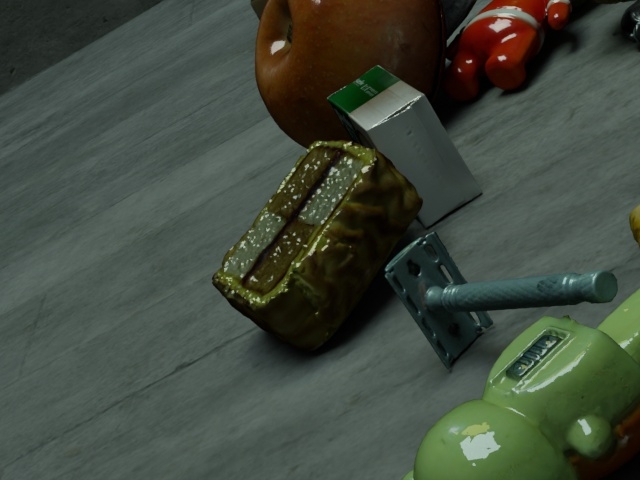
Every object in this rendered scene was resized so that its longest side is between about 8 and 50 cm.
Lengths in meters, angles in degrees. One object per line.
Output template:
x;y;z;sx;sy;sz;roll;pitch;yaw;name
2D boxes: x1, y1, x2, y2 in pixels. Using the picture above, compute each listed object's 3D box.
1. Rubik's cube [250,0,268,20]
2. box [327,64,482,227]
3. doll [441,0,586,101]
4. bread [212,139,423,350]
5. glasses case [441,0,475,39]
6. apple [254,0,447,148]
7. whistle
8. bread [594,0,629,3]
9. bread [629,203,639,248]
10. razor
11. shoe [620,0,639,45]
0.033;-0.429;2.200;0.221;0.224;0.231;-6;32;47;Rubik's cube
0.091;-0.110;1.540;0.081;0.135;0.199;-34;20;-4;box
0.274;-0.309;1.789;0.200;0.105;0.336;-12;36;47;doll
0.000;0.000;1.412;0.222;0.096;0.181;-54;28;-12;bread
0.131;-0.276;1.848;0.282;0.067;0.109;-44;12;34;glasses case
0.029;-0.245;1.729;0.251;0.206;0.272;50;126;43;apple
0.169;0.121;0.956;0.288;0.106;0.131;-40;20;-16;whistle
0.392;-0.371;1.584;0.244;0.134;0.244;-7;-10;-1;bread
0.388;-0.053;1.058;0.305;0.091;0.142;-31;7;3;bread
0.156;0.044;1.110;0.068;0.106;0.232;-42;17;-27;razor
0.388;-0.245;1.524;0.099;0.071;0.169;-39;18;-11;shoe
